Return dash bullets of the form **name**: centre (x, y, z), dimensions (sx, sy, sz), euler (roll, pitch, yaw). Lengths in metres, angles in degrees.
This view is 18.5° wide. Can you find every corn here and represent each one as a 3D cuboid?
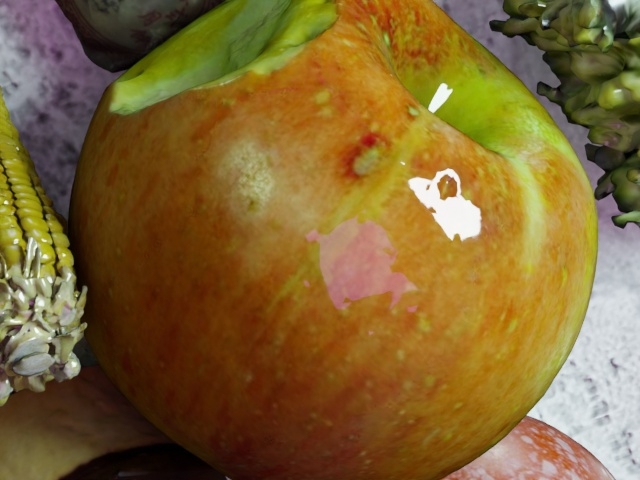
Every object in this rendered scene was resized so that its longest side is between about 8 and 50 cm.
- **corn**: centre (-0.225, -0.022, 1.232), dimensions (0.115, 0.318, 0.115), euler (-13, 133, -15)

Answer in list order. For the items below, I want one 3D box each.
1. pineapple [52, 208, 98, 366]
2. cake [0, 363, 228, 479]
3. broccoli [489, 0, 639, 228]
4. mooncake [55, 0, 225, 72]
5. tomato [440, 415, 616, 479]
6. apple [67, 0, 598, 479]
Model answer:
- **pineapple**: centre (-0.237, 0.011, 1.363), dimensions (0.233, 0.079, 0.135), euler (17, 117, -19)
- **cake**: centre (-0.176, 0.155, 1.328), dimensions (0.208, 0.178, 0.185), euler (-37, 145, 8)
- **broccoli**: centre (0.285, -0.169, 1.282), dimensions (0.334, 0.324, 0.272), euler (-26, 155, -6)
- **mooncake**: centre (-0.117, -0.180, 1.304), dimensions (0.130, 0.073, 0.125), euler (-28, 114, 6)
- **tomato**: centre (0.106, 0.240, 1.414), dimensions (0.270, 0.227, 0.270), euler (-3, 135, -3)
- **apple**: centre (0.000, 0.000, 1.252), dimensions (0.339, 0.339, 0.339), euler (-2, 111, -6)
